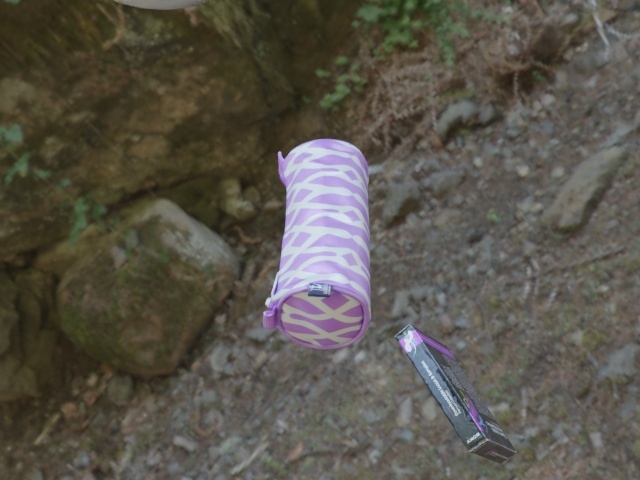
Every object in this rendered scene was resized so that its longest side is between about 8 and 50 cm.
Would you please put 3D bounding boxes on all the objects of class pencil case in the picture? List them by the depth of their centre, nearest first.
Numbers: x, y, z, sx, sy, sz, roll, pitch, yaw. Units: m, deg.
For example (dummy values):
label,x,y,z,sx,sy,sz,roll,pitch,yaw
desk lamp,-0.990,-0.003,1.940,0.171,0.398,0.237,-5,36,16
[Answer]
label,x,y,z,sx,sy,sz,roll,pitch,yaw
pencil case,0.000,0.000,0.794,0.088,0.086,0.206,-2,43,6

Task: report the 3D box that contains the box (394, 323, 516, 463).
label,x,y,z,sx,sy,sz,roll,pitch,yaw
box,0.157,0.178,1.056,0.029,0.116,0.162,-40,57,10

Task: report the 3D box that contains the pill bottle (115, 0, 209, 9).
label,x,y,z,sx,sy,sz,roll,pitch,yaw
pill bottle,0.015,-0.215,0.319,0.363,0.210,0.210,-10,43,52
